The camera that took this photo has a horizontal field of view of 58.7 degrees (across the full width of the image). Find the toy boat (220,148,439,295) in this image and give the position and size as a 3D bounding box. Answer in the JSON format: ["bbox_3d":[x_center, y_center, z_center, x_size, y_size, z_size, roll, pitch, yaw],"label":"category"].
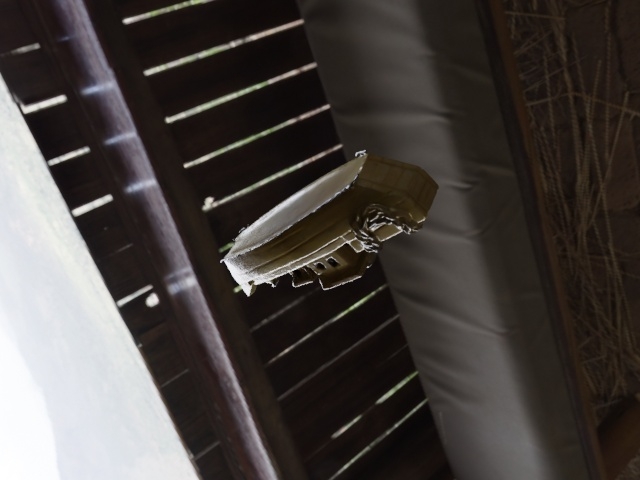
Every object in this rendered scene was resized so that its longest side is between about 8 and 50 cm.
[{"bbox_3d":[0.000,0.000,0.420,0.072,0.064,0.206,42,142,-18],"label":"toy boat"}]
